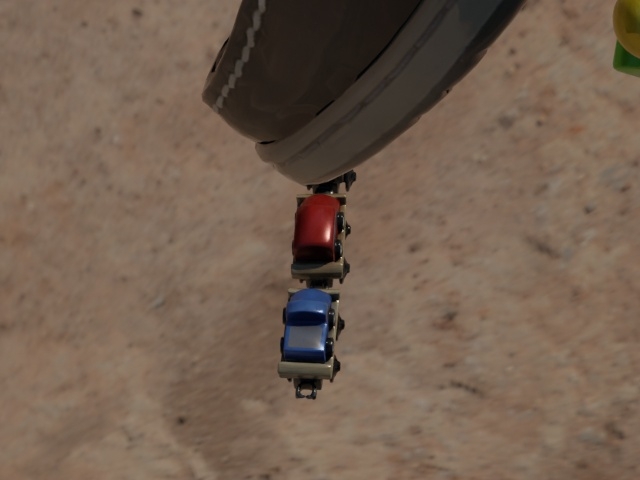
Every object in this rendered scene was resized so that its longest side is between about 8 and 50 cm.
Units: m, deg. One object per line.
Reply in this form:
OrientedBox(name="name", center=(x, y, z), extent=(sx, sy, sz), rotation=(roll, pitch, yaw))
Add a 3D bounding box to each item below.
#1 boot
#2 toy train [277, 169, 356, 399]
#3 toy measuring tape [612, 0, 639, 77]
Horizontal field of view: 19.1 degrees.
OrientedBox(name="boot", center=(-0.022, -0.119, 0.294), extent=(0.179, 0.236, 0.085), rotation=(28, 54, -5))
OrientedBox(name="toy train", center=(0.000, 0.000, 0.851), extent=(0.027, 0.036, 0.158), rotation=(2, 54, 4))
OrientedBox(name="toy measuring tape", center=(0.284, -0.082, 0.977), extent=(0.330, 0.121, 0.121), rotation=(12, 77, -35))
